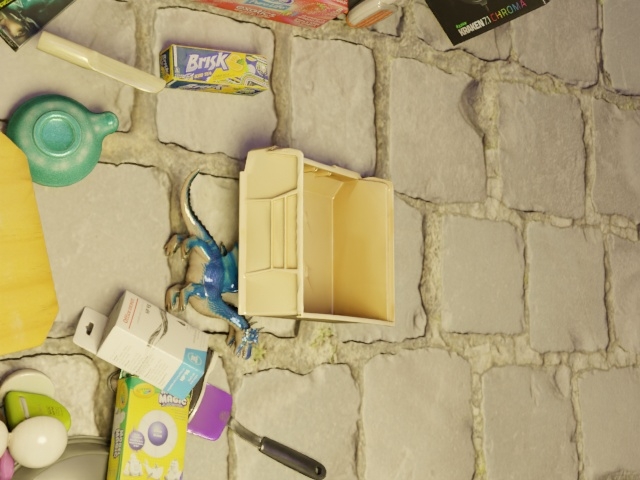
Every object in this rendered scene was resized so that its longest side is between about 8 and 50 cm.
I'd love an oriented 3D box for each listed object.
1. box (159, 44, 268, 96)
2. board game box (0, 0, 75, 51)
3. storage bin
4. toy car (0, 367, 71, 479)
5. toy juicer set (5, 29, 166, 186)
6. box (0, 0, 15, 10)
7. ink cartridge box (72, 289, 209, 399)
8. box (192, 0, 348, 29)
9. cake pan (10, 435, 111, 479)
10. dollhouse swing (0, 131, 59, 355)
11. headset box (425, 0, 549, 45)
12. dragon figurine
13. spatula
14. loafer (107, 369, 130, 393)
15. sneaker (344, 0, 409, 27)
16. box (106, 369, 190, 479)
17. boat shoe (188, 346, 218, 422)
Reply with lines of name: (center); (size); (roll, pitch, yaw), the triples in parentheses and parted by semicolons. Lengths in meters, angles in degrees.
box: (-0.170, -0.270, 1.553); (0.169, 0.054, 0.059); (0, 83, -31)
board game box: (-0.424, -0.381, 1.425); (0.126, 0.026, 0.186); (48, 62, -17)
storage bin: (0.000, 0.000, 1.527); (0.262, 0.123, 0.260); (12, 76, -54)
toy car: (-0.425, 0.256, 1.281); (0.182, 0.159, 0.136); (6, 115, -31)
toy juicer set: (-0.404, -0.169, 1.376); (0.209, 0.089, 0.329); (42, 74, -12)
box: (-0.520, -0.378, 1.330); (0.190, 0.045, 0.184); (47, 64, -1)
ink cartridge box: (-0.254, 0.141, 1.395); (0.180, 0.104, 0.060); (31, 112, -16)
box: (-0.087, -0.444, 1.588); (0.257, 0.123, 0.128); (7, 81, -31)
cake pan: (-0.331, 0.421, 1.355); (0.293, 0.054, 0.293); (5, 80, -31)
dollhouse swing: (-0.566, 0.031, 1.225); (0.305, 0.315, 0.346); (-14, 91, -68)
headset box: (0.280, -0.534, 1.757); (0.131, 0.246, 0.283); (-44, 107, -31)
dragon figurine: (-0.159, 0.040, 1.497); (0.144, 0.085, 0.289); (1, 85, -33)
spatula: (-0.107, 0.307, 1.524); (0.296, 0.030, 0.084); (34, 59, -24)
loafer: (-0.252, 0.199, 1.443); (0.125, 0.039, 0.045); (-16, 90, -33)
sneaker: (0.146, -0.509, 1.649); (0.180, 0.321, 0.124); (67, 22, 3)
box: (-0.242, 0.268, 1.386); (0.105, 0.043, 0.179); (19, 62, -38)
boat shoe: (-0.190, 0.215, 1.468); (0.038, 0.046, 0.125); (24, 58, -10)
